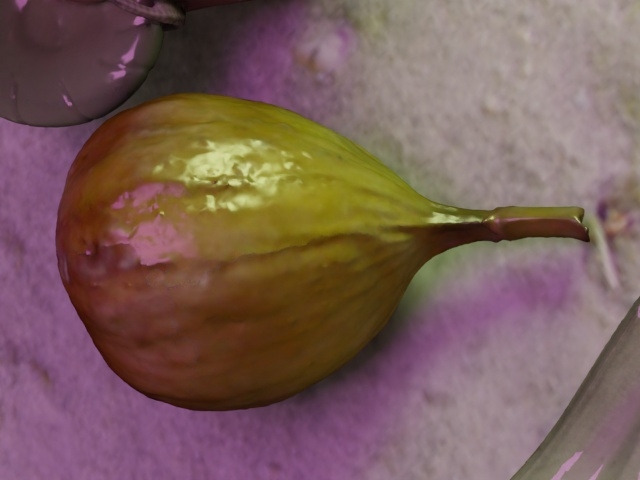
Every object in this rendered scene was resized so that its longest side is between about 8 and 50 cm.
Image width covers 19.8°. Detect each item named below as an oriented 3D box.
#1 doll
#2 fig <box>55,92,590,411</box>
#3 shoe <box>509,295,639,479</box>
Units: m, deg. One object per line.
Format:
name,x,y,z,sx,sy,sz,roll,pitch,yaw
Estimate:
doll,-0.108,-0.205,0.924,0.268,0.216,0.284,-5,80,42
fig,0.000,0.000,0.865,0.257,0.159,0.159,-3,78,18
shoe,0.144,0.143,0.730,0.159,0.124,0.316,38,103,28
